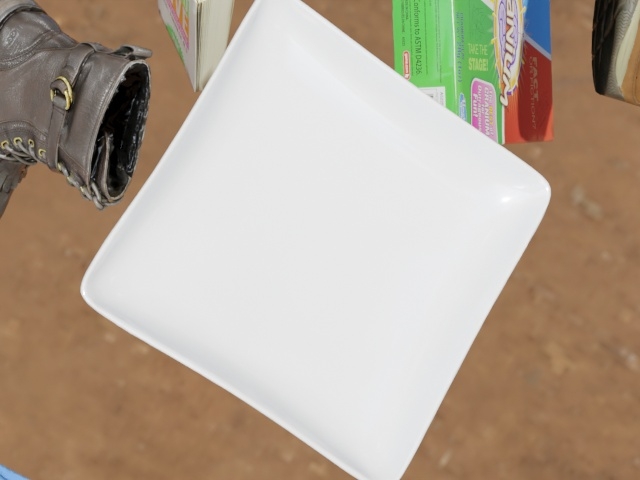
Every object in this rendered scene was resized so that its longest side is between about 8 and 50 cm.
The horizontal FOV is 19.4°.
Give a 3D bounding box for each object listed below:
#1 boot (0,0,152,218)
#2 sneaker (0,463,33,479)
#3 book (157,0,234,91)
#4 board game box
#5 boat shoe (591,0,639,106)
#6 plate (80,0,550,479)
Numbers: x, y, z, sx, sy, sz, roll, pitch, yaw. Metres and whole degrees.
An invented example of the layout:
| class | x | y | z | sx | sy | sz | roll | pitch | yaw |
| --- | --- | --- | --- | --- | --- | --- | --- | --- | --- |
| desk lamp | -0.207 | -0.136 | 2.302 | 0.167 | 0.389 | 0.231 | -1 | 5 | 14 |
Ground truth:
| class | x | y | z | sx | sy | sz | roll | pitch | yaw |
| --- | --- | --- | --- | --- | --- | --- | --- | --- | --- |
| boot | -0.250 | -0.084 | 1.679 | 0.091 | 0.263 | 0.229 | -1 | 26 | -41 |
| sneaker | -0.361 | 0.260 | 1.890 | 0.209 | 0.069 | 0.082 | 30 | 46 | -8 |
| book | -0.108 | -0.202 | 1.564 | 0.035 | 0.144 | 0.096 | -20 | 67 | -15 |
| board game box | 0.158 | -0.214 | 1.885 | 0.064 | 0.242 | 0.316 | 0 | 4 | 24 |
| boat shoe | 0.314 | -0.266 | 1.555 | 0.120 | 0.324 | 0.122 | 14 | 11 | -5 |
| plate | 0.000 | 0.000 | 1.377 | 0.278 | 0.277 | 0.045 | 34 | -17 | -14 |
